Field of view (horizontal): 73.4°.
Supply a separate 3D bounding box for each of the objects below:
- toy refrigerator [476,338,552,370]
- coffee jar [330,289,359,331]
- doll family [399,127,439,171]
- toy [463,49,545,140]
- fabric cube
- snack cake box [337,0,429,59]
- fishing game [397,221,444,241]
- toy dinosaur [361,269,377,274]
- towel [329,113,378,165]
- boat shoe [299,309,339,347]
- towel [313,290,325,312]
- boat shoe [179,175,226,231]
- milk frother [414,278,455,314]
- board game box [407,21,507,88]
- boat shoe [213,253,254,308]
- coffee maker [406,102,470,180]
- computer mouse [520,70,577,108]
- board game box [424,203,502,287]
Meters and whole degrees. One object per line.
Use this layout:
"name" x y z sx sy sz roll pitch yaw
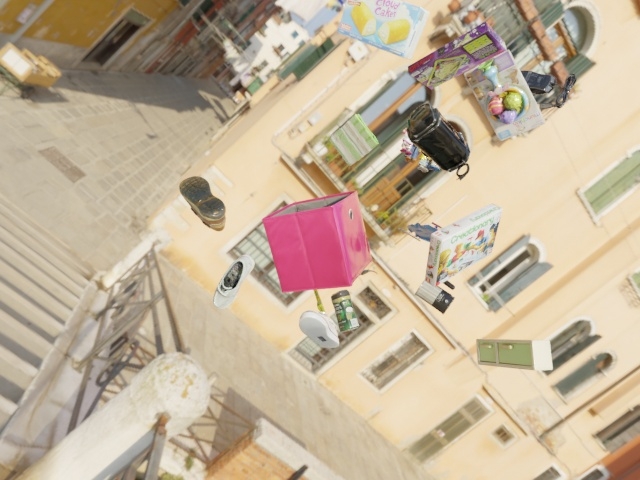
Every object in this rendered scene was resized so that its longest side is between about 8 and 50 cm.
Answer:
"toy refrigerator" 0.702 0.416 1.585 0.094 0.102 0.269 5 -12 -22
"coffee jar" 0.109 0.321 1.966 0.096 0.079 0.184 -38 -117 56
"doll family" 0.468 -0.430 2.026 0.263 0.163 0.118 27 -20 -16
"toy" 0.515 -0.394 1.214 0.237 0.137 0.056 55 50 -16
"fabric cube" 0.000 0.000 1.428 0.254 0.259 0.258 -37 116 -63
"snack cake box" 0.203 -0.719 1.417 0.264 0.152 0.089 32 29 23
"fishing game" 0.470 -0.039 1.863 0.189 0.041 0.264 26 -14 -16
"toy dinosaur" 0.184 0.141 1.939 0.053 0.183 0.092 67 -23 20
"towel" 0.101 -0.304 1.306 0.113 0.023 0.152 52 -35 -6
"boat shoe" -0.005 0.289 1.475 0.258 0.095 0.084 63 23 -51
"towel" -0.025 0.180 1.633 0.102 0.021 0.237 73 -3 -51
"boat shoe" -0.480 -0.145 1.748 0.324 0.123 0.120 48 -27 40
"milk frother" 0.462 0.223 1.721 0.135 0.129 0.143 36 -29 20
"board game box" 0.566 -0.758 1.792 0.208 0.347 0.056 10 69 -47
"boat shoe" -0.305 0.142 1.432 0.079 0.227 0.081 38 17 11
"coffee maker" 0.346 -0.287 1.231 0.178 0.120 0.171 27 20 -38
"computer mouse" 0.957 -0.649 1.883 0.262 0.184 0.060 18 -13 30
"board game box" 0.481 0.013 1.443 0.053 0.305 0.193 37 -39 42
